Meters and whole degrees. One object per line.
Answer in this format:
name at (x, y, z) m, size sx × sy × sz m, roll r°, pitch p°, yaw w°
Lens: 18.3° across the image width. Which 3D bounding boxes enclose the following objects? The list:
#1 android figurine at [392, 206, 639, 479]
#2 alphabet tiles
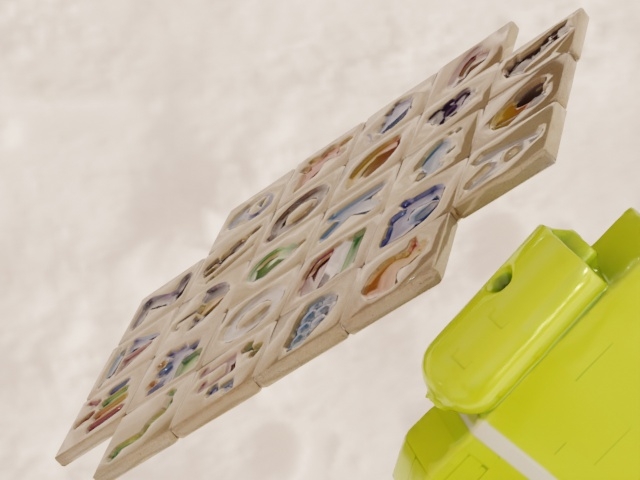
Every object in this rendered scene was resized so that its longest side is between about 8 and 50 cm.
android figurine at (0.149, 0.100, 0.957) m, size 0.273 × 0.056 × 0.248 m, roll -45°, pitch 117°, yaw 5°
alphabet tiles at (0.000, 0.000, 1.082) m, size 0.342 × 0.285 × 0.011 m, roll -33°, pitch 107°, yaw 28°
